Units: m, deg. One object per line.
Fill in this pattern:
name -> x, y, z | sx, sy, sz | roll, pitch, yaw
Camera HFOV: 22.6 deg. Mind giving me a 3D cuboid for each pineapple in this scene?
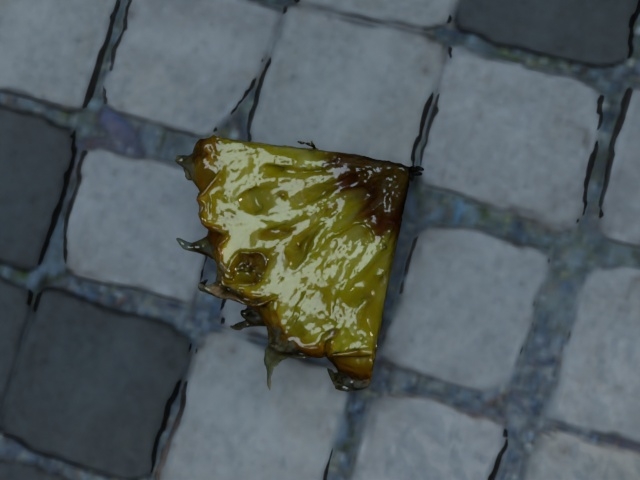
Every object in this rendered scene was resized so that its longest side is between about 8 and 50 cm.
pineapple -> 0.000, 0.000, 0.744 | 0.116, 0.069, 0.137 | -33, 88, -1
